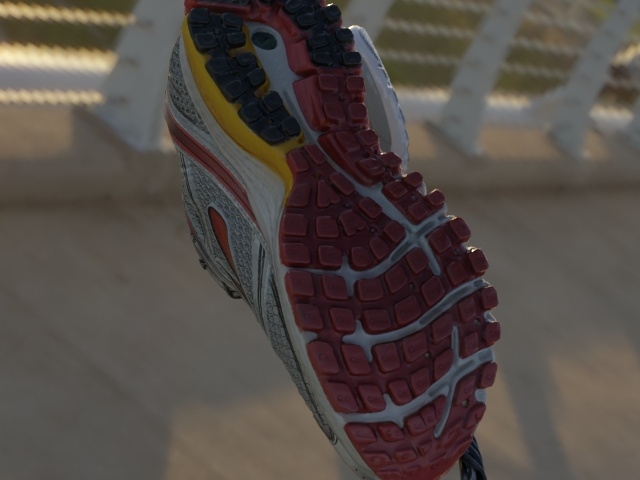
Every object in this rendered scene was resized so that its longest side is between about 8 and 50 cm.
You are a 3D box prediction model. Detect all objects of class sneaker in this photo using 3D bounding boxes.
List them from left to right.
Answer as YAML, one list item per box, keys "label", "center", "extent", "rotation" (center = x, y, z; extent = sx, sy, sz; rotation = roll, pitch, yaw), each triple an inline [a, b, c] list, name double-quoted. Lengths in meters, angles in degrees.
- label: "sneaker"
  center: [0.000, 0.000, 0.788]
  extent: [0.088, 0.093, 0.225]
  rotation: [-9, 63, -26]
- label: "sneaker"
  center: [0.022, -0.079, 1.929]
  extent: [0.115, 0.281, 0.105]
  rotation: [-9, 36, -8]

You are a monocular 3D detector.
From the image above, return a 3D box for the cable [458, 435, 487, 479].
- label: "cable"
  center: [0.082, 0.178, 1.805]
  extent: [0.184, 0.047, 0.150]
  rotation: [44, 29, 1]
